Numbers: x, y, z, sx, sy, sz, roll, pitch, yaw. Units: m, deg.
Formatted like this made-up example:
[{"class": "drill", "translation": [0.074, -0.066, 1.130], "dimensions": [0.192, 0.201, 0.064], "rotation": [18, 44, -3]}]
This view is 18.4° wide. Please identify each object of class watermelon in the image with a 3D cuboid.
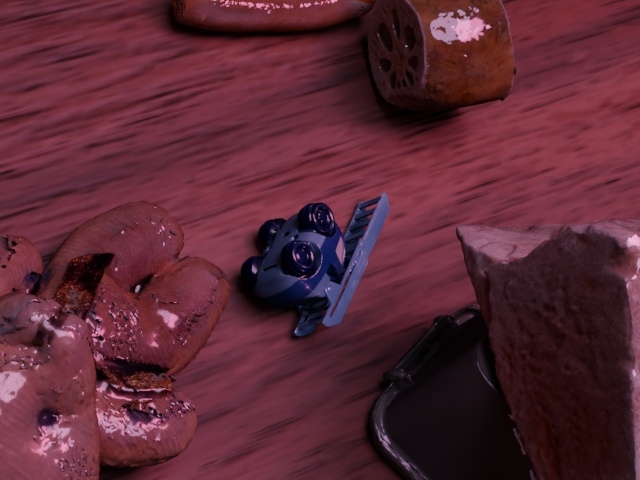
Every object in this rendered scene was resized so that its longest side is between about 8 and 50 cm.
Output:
[{"class": "watermelon", "translation": [0.214, 0.069, 1.314], "dimensions": [0.310, 0.193, 0.231], "rotation": [-45, 109, -24]}]

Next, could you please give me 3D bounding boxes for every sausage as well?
[{"class": "sausage", "translation": [-0.033, -0.185, 1.524], "dimensions": [0.177, 0.040, 0.047], "rotation": [-5, 95, -28]}]

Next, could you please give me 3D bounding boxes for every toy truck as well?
[{"class": "toy truck", "translation": [0.000, 0.000, 1.440], "dimensions": [0.074, 0.063, 0.136], "rotation": [44, 50, -24]}]

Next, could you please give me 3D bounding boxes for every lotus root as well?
[{"class": "lotus root", "translation": [0.090, -0.157, 1.529], "dimensions": [0.081, 0.122, 0.112], "rotation": [-10, 94, -23]}]

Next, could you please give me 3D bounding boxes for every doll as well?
[{"class": "doll", "translation": [-0.160, 0.063, 1.274], "dimensions": [0.201, 0.156, 0.303], "rotation": [40, 50, 5]}]

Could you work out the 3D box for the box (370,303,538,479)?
[{"class": "box", "translation": [0.172, 0.141, 1.406], "dimensions": [0.243, 0.135, 0.163], "rotation": [45, 54, 1]}]
